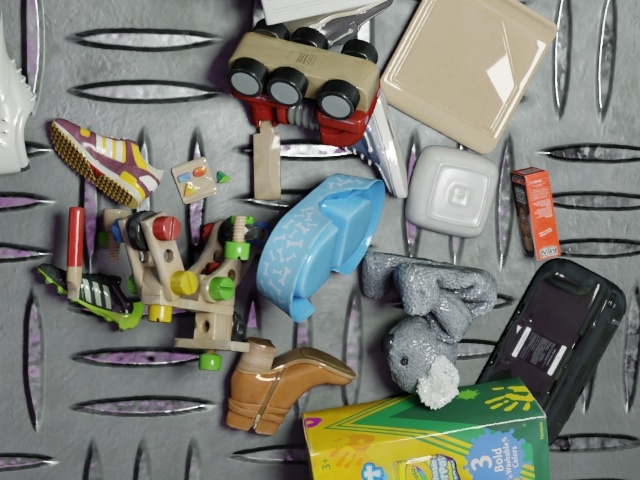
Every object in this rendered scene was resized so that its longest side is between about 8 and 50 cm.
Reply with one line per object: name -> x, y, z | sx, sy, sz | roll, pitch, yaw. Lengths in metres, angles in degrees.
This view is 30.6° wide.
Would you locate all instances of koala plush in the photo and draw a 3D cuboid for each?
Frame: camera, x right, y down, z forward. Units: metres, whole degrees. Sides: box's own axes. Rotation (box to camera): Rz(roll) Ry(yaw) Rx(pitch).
koala plush -> 0.172, 0.145, 1.855 | 0.203, 0.196, 0.221 | 7, 94, -23

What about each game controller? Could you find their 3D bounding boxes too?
game controller -> 0.381, 0.192, 1.968 | 0.166, 0.067, 0.319 | 28, 93, 2

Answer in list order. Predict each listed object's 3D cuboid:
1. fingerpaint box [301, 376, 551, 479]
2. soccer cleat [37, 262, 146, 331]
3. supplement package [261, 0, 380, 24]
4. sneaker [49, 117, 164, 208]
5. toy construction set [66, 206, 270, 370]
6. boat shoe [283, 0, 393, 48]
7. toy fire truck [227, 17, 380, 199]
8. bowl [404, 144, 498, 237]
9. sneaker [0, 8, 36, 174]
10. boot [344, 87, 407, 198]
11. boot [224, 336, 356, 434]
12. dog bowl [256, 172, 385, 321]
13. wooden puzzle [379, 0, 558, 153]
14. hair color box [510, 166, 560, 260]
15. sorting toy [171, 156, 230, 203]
fingerpaint box -> 0.183, 0.480, 1.890 | 0.371, 0.163, 0.445 | -8, 106, -4
soccer cleat -> -0.354, 0.074, 1.823 | 0.179, 0.060, 0.072 | 33, 78, -16
supplement package -> -0.009, -0.480, 1.684 | 0.177, 0.175, 0.293 | -8, 106, 16
sneaker -> -0.327, -0.132, 1.790 | 0.185, 0.069, 0.084 | 41, 59, -2
toy construction set -> -0.230, 0.075, 1.745 | 0.308, 0.257, 0.237 | 4, 91, 12
boat shoe -> 0.024, -0.332, 1.817 | 0.206, 0.075, 0.065 | -26, 127, -4
toy fire truck -> -0.030, -0.181, 1.779 | 0.217, 0.246, 0.158 | 15, 56, 12
bowl -> 0.216, -0.076, 1.891 | 0.142, 0.053, 0.142 | 13, 96, -10
sneaker -> -0.473, -0.224, 1.743 | 0.091, 0.094, 0.258 | -4, 105, -27
boot -> 0.078, -0.150, 1.858 | 0.086, 0.069, 0.190 | -12, 106, 15
boot -> -0.052, 0.247, 1.896 | 0.197, 0.073, 0.152 | 15, 101, -8
dog bowl -> 0.000, 0.000, 1.766 | 0.074, 0.297, 0.166 | 24, 126, 17
wooden puzzle -> 0.231, -0.287, 1.867 | 0.221, 0.044, 0.239 | 27, 99, -13
hair color box -> 0.350, -0.045, 1.909 | 0.043, 0.072, 0.141 | -13, 101, -8
sorting toy -> -0.185, -0.099, 1.840 | 0.083, 0.012, 0.062 | -20, 102, -5
